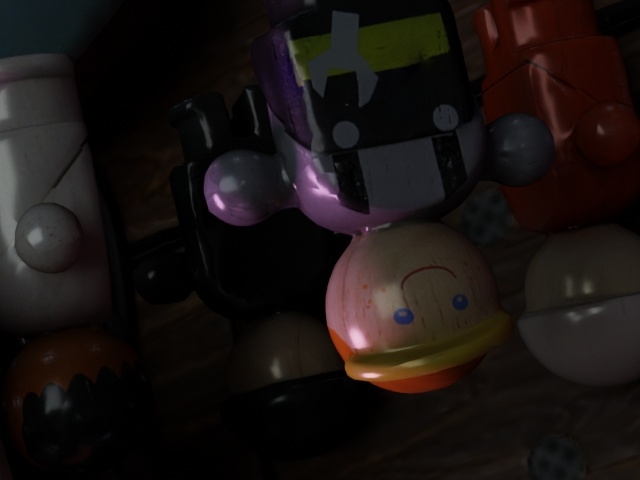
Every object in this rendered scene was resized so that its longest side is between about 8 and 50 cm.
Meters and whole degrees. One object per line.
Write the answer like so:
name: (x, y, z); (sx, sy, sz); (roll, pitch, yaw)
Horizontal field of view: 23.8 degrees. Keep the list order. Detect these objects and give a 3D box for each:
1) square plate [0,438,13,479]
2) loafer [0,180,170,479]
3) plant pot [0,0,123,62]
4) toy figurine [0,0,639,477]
square plate: (-0.183, 0.154, 0.597); (0.344, 0.049, 0.347); (4, 107, 53)
loafer: (-0.125, 0.098, 0.644); (0.109, 0.095, 0.302); (-27, 67, 28)
plant pot: (-0.224, -0.184, 0.649); (0.290, 0.195, 0.290); (-21, 49, 26)
toy figurine: (0.000, 0.000, 0.512); (0.213, 0.209, 0.148); (-15, 84, 29)
